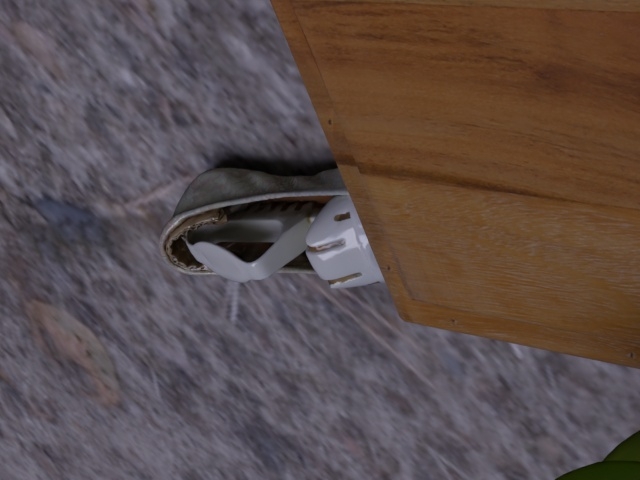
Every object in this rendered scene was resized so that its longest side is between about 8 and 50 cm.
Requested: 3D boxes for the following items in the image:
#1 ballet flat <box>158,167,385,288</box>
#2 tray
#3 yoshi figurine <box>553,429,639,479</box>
[{"bbox_3d":[0.000,0.000,0.766,0.168,0.052,0.057,-1,127,44],"label":"ballet flat"},{"bbox_3d":[0.154,-0.045,0.506,0.411,0.076,0.203,9,131,46],"label":"tray"},{"bbox_3d":[0.223,0.145,0.586,0.362,0.203,0.203,23,156,-4],"label":"yoshi figurine"}]
